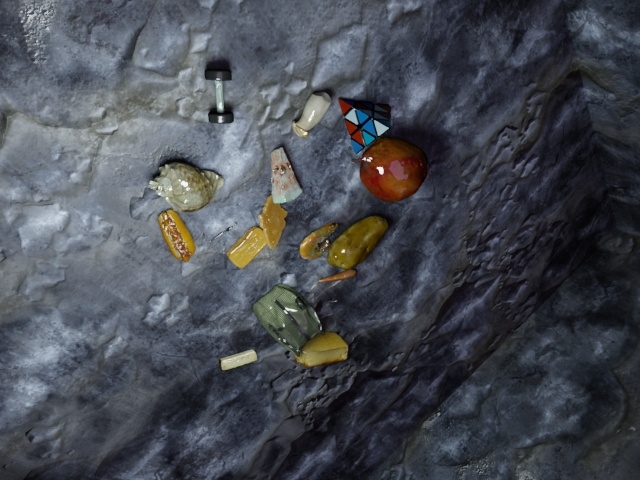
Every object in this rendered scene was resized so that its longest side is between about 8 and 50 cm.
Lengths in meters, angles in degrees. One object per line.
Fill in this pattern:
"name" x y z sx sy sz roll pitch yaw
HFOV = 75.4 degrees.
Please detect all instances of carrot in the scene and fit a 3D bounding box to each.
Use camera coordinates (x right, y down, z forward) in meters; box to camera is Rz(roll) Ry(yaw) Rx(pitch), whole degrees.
"carrot" 0.086 0.194 2.189 0.216 0.048 0.048 -14 118 -15

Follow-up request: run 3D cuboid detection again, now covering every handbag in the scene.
"handbag" -0.148 0.397 2.047 0.247 0.240 0.340 -40 123 -11

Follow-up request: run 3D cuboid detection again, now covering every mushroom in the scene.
"mushroom" -0.038 -0.535 1.755 0.097 0.088 0.212 36 100 -25

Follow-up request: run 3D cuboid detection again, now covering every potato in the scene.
"potato" 0.193 0.009 2.090 0.369 0.176 0.195 -40 102 -9

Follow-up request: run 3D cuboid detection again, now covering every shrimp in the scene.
"shrimp" 0.000 0.000 2.033 0.249 0.068 0.150 -41 136 -8

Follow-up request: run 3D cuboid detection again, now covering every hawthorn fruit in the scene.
"hawthorn fruit" 0.330 -0.339 1.916 0.308 0.308 0.325 -43 122 -3

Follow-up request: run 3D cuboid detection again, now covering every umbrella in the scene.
"umbrella" -0.430 -0.033 1.834 0.149 0.022 0.022 -36 148 0

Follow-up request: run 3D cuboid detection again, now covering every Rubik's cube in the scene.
"Rubik's cube" 0.155 -0.545 1.869 0.234 0.284 0.250 33 130 -15

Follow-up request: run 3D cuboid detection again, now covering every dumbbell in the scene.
"dumbbell" -0.381 -0.545 1.568 0.100 0.100 0.191 -10 116 -23

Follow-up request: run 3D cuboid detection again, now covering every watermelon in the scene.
"watermelon" -0.152 -0.291 1.809 0.154 0.094 0.241 -33 121 -34

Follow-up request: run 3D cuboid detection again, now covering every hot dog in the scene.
"hot dog" -0.592 -0.011 1.725 0.102 0.076 0.249 -26 121 -18

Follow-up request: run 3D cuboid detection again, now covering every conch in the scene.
"conch" -0.514 -0.200 1.627 0.291 0.159 0.210 -4 113 -28

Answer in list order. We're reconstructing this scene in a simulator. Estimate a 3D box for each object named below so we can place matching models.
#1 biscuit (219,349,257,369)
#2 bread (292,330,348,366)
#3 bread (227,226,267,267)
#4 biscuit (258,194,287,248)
"biscuit" -0.420 0.608 2.118 0.188 0.052 0.056 -11 101 -23
"bread" -0.011 0.584 2.236 0.275 0.185 0.114 1 108 -28
"bread" -0.329 0.027 1.876 0.200 0.077 0.116 -46 123 -3
"biscuit" -0.216 -0.086 1.871 0.162 0.035 0.250 1 92 -44
